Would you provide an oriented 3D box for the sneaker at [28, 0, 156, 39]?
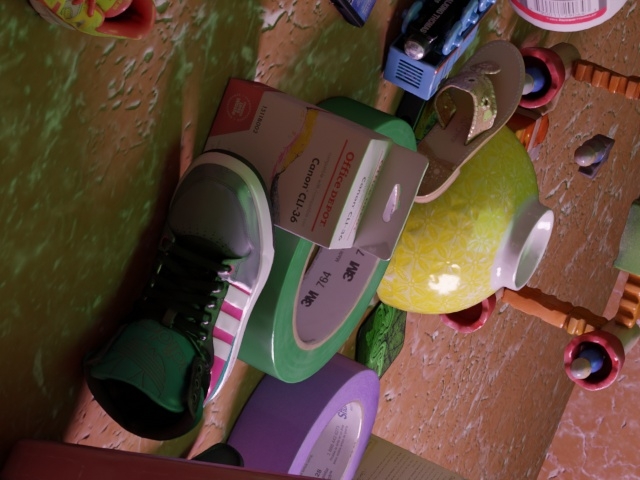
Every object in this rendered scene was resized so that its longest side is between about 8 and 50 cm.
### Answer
[{"bbox_3d":[-0.176,-0.195,1.176,0.081,0.094,0.208,-64,159,-1],"label":"sneaker"}]

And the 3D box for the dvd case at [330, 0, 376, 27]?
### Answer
[{"bbox_3d":[0.041,-0.333,1.681,0.180,0.022,0.253,-64,161,-3],"label":"dvd case"}]

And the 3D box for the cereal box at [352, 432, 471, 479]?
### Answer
[{"bbox_3d":[0.089,0.356,2.275,0.173,0.240,0.047,-46,152,-43],"label":"cereal box"}]

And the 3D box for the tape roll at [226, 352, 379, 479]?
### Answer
[{"bbox_3d":[-0.030,0.267,2.096,0.275,0.090,0.275,-52,156,-35],"label":"tape roll"}]

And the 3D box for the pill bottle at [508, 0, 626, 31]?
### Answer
[{"bbox_3d":[0.292,-0.401,2.017,0.176,0.176,0.318,-60,160,-15],"label":"pill bottle"}]

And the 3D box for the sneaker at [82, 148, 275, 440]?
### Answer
[{"bbox_3d":[-0.138,0.072,1.558,0.178,0.124,0.295,-54,160,-56],"label":"sneaker"}]

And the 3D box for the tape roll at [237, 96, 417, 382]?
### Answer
[{"bbox_3d":[0.000,0.000,1.881,0.321,0.077,0.321,-52,156,-35],"label":"tape roll"}]

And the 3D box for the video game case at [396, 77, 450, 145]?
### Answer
[{"bbox_3d":[0.131,-0.089,2.176,0.248,0.035,0.275,-67,160,5],"label":"video game case"}]

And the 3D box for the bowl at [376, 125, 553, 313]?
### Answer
[{"bbox_3d":[0.207,-0.017,2.171,0.289,0.156,0.289,-51,156,-34],"label":"bowl"}]

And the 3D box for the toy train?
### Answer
[{"bbox_3d":[0.143,-0.252,1.964,0.184,0.080,0.105,-52,165,-40],"label":"toy train"}]

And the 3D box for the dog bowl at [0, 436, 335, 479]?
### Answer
[{"bbox_3d":[-0.112,0.269,1.475,0.408,0.408,0.150,32,65,-70],"label":"dog bowl"}]

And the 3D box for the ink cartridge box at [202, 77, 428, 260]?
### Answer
[{"bbox_3d":[-0.010,-0.066,1.595,0.067,0.198,0.115,-4,116,-68],"label":"ink cartridge box"}]

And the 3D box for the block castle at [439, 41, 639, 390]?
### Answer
[{"bbox_3d":[0.359,-0.041,2.420,0.213,0.303,0.453,-30,139,-58],"label":"block castle"}]

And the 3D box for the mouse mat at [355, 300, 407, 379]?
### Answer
[{"bbox_3d":[0.087,0.141,2.373,0.152,0.007,0.189,-50,154,-37],"label":"mouse mat"}]

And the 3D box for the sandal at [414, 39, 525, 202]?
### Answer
[{"bbox_3d":[0.174,-0.156,2.031,0.240,0.088,0.079,-55,163,-12],"label":"sandal"}]

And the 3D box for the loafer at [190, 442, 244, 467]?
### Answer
[{"bbox_3d":[-0.156,0.297,1.823,0.223,0.076,0.078,-45,160,-36],"label":"loafer"}]
